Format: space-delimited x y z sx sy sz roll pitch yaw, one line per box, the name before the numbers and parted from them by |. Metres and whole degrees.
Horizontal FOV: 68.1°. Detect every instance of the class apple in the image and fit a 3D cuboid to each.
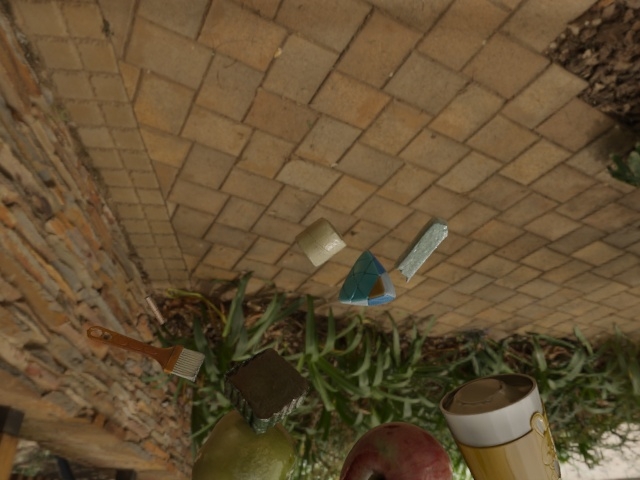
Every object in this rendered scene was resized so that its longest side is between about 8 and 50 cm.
apple | 0.225 0.703 1.366 0.345 0.344 0.269 -22 146 32
apple | -0.202 0.613 1.299 0.254 0.292 0.292 19 150 9

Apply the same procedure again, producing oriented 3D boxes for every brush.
brush | -0.470 0.290 1.261 0.314 0.090 0.017 20 129 -5

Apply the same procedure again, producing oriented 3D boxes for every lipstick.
lipstick | -0.483 0.203 1.381 0.019 0.019 0.094 -16 109 24

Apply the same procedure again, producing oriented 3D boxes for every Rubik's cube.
Rubik's cube | 0.182 0.196 1.888 0.254 0.254 0.254 0 148 0

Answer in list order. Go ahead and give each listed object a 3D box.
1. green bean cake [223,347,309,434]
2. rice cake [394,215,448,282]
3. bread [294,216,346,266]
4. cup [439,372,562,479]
green bean cake | -0.147 0.398 1.255 0.173 0.181 0.094 -26 141 -38
rice cake | 0.282 0.020 1.326 0.063 0.069 0.206 33 118 -5
bread | 0.000 0.000 1.711 0.141 0.148 0.134 -37 121 4
cup | 0.367 0.378 0.922 0.185 0.226 0.241 -22 175 39
